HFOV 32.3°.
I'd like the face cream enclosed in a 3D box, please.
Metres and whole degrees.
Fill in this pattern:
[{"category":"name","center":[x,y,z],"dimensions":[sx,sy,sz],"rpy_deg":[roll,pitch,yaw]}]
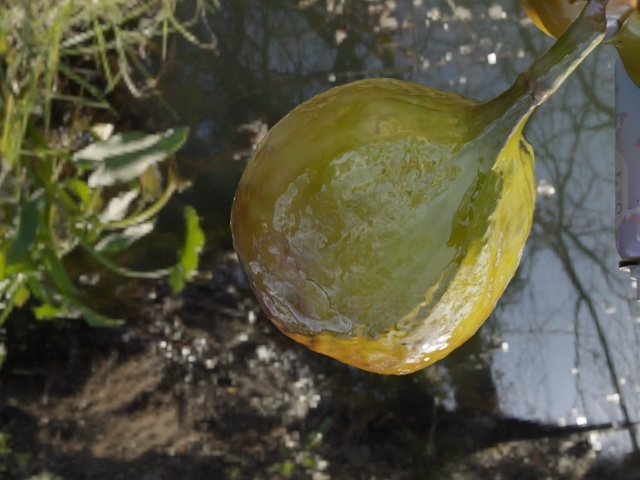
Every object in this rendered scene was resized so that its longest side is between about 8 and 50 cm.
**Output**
[{"category":"face cream","center":[0.310,-0.058,1.022],"dimensions":[0.075,0.229,0.075],"rpy_deg":[1,173,0]}]

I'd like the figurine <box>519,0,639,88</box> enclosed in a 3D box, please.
[{"category":"figurine","center":[0.287,-0.241,0.932],"dimensions":[0.228,0.215,0.215],"rpy_deg":[-46,136,4]}]

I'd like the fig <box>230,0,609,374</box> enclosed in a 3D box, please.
[{"category":"fig","center":[0.062,-0.036,0.560],"dimensions":[0.159,0.159,0.257],"rpy_deg":[13,145,-23]}]
